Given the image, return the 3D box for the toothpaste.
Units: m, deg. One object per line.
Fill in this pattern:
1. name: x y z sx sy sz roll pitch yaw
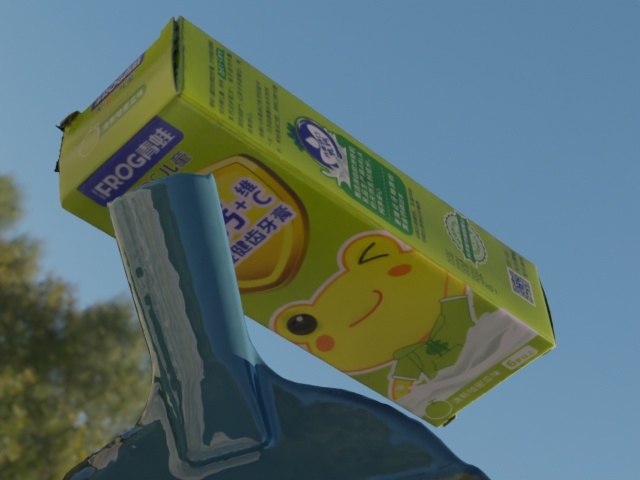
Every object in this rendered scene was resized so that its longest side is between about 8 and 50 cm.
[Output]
1. toothpaste: 0.000 0.000 0.922 0.327 0.110 0.077 33 34 -31

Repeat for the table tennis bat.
1. table tennis bat: -0.019 0.129 0.518 0.044 0.215 0.329 99 -23 -68
